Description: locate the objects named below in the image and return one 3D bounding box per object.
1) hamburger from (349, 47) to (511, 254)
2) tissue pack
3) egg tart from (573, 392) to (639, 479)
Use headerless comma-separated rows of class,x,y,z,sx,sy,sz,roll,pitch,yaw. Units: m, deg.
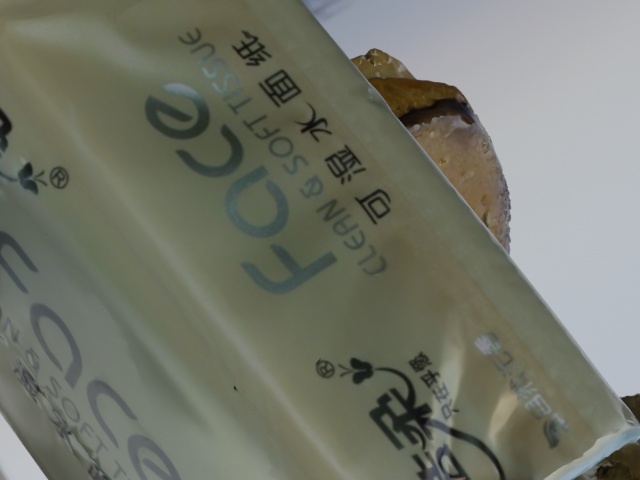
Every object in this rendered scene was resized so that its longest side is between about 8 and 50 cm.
hamburger,0.005,-0.005,1.402,0.304,0.284,0.174,-26,-129,-18
tissue pack,-0.064,0.044,0.971,0.205,0.405,0.332,-33,168,-31
egg tart,0.342,0.308,1.574,0.150,0.352,0.352,-33,-172,-24
